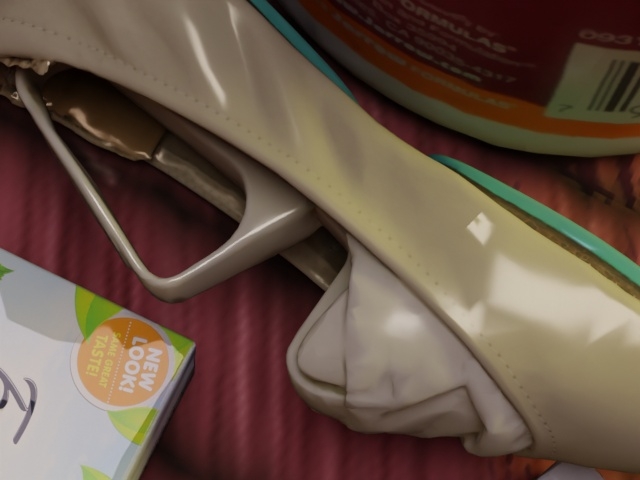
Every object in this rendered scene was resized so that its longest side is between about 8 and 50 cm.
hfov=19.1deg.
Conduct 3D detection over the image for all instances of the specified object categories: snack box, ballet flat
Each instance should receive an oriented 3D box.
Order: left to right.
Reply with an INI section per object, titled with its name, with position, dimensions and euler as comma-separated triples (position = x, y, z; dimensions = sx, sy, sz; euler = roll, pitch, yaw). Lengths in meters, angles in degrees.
[snack box]
position = -0.107, 0.070, 0.497
dimensions = 0.100, 0.037, 0.141
euler = 26, 75, 2
[ballet flat]
position = 0.000, 0.000, 0.501
dimensions = 0.248, 0.086, 0.086
euler = 39, 76, 17

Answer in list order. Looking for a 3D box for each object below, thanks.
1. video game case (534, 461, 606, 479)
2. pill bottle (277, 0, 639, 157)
[video game case]
position = 0.084, 0.224, 0.472
dimensions = 0.204, 0.025, 0.285
euler = -39, 80, -13
[pill bottle]
position = 0.085, -0.177, 0.391
dimensions = 0.224, 0.392, 0.224
euler = 1, 74, -3
